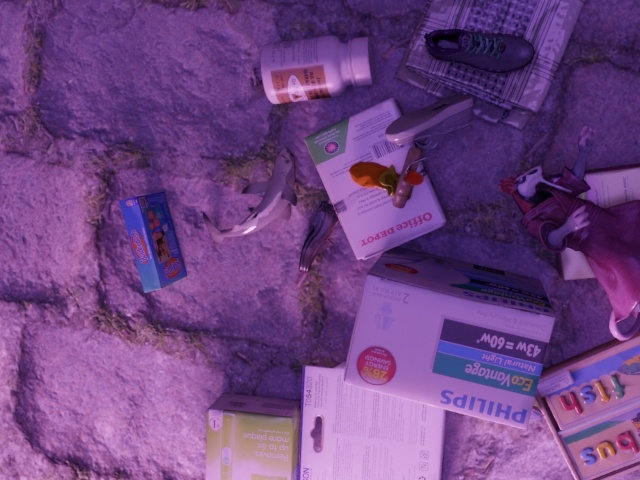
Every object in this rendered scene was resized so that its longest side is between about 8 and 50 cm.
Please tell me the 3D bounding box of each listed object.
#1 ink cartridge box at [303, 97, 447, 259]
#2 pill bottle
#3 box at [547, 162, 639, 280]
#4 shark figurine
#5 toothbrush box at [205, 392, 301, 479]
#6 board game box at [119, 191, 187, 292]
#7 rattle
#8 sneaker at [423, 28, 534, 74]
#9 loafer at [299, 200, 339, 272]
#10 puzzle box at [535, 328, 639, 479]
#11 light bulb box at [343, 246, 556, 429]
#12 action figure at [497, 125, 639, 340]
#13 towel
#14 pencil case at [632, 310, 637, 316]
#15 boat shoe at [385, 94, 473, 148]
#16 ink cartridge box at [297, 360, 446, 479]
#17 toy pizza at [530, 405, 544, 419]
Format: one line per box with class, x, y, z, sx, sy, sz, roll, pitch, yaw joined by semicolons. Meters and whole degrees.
ink cartridge box;0.123;-0.131;1.708;0.211;0.121;0.289;-23;92;12
pill bottle;-0.003;-0.370;1.698;0.229;0.131;0.131;-5;96;11
box;0.605;-0.042;1.631;0.242;0.117;0.214;-7;96;11
shark figurine;-0.126;-0.058;1.783;0.278;0.116;0.166;-43;54;5
toothbrush box;-0.153;0.516;1.846;0.206;0.122;0.283;5;99;10
board game box;-0.377;0.000;1.802;0.047;0.160;0.210;-14;94;13
rattle;0.131;-0.139;1.540;0.142;0.199;0.130;34;100;4
sneaker;0.318;-0.386;1.603;0.223;0.098;0.083;7;96;12
loafer;0.000;0.000;1.782;0.061;0.062;0.170;22;102;2
puzzle box;0.686;0.339;1.697;0.408;0.052;0.272;-27;92;13
light bulb box;0.260;0.176;1.599;0.357;0.361;0.225;13;100;9
action figure;0.510;-0.029;1.531;0.370;0.248;0.276;28;144;18
towel;0.354;-0.425;1.662;0.312;0.056;0.324;24;102;7
pencil case;0.747;0.095;1.632;0.236;0.104;0.105;-11;95;10
boat shoe;0.230;-0.228;1.617;0.227;0.079;0.081;-27;118;-28
ink cartridge box;0.119;0.445;1.812;0.330;0.071;0.324;5;99;13
toy pizza;0.378;0.339;1.692;0.201;0.201;0.032;16;75;8
